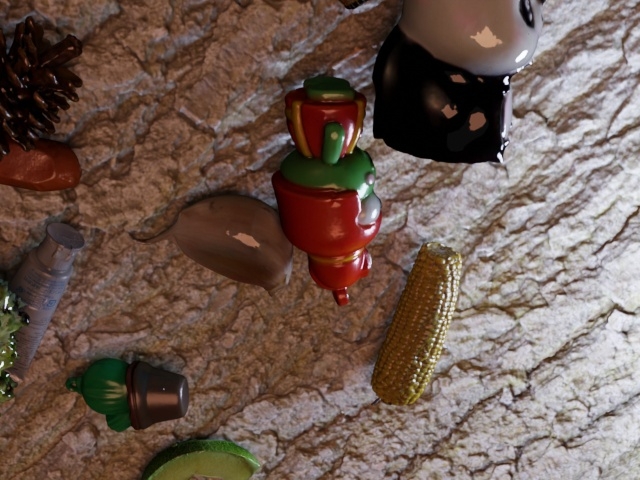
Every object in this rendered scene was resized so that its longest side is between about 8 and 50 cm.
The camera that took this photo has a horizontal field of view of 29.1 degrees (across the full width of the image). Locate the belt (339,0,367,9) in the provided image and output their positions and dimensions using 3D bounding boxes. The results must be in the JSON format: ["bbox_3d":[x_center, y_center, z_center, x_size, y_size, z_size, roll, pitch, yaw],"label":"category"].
[{"bbox_3d":[0.099,-0.457,1.703,0.160,0.207,0.295,42,77,-15],"label":"belt"}]

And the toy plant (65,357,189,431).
[{"bbox_3d":[-0.320,0.257,2.037,0.200,0.105,0.143,2,129,7],"label":"toy plant"}]

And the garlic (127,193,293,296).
[{"bbox_3d":[-0.157,-0.010,1.948,0.266,0.128,0.148,23,98,-9],"label":"garlic"}]

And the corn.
[{"bbox_3d":[0.165,0.151,2.073,0.101,0.101,0.310,14,110,-16],"label":"corn"}]

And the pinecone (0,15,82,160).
[{"bbox_3d":[-0.435,-0.225,1.742,0.212,0.168,0.185,-45,126,-7],"label":"pinecone"}]

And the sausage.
[{"bbox_3d":[-0.446,-0.121,1.838,0.179,0.089,0.089,10,114,-4],"label":"sausage"}]

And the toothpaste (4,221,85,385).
[{"bbox_3d":[-0.467,0.104,1.956,0.114,0.073,0.299,26,116,-19],"label":"toothpaste"}]

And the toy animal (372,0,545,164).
[{"bbox_3d":[0.203,-0.282,1.792,0.250,0.251,0.310,2,111,-11],"label":"toy animal"}]

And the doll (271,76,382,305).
[{"bbox_3d":[0.011,-0.065,1.879,0.160,0.182,0.363,-13,113,-9],"label":"doll"}]

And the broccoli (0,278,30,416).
[{"bbox_3d":[-0.616,0.159,1.867,0.334,0.324,0.272,22,67,-10],"label":"broccoli"}]

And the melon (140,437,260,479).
[{"bbox_3d":[-0.213,0.399,2.143,0.209,0.064,0.118,3,114,-14],"label":"melon"}]
